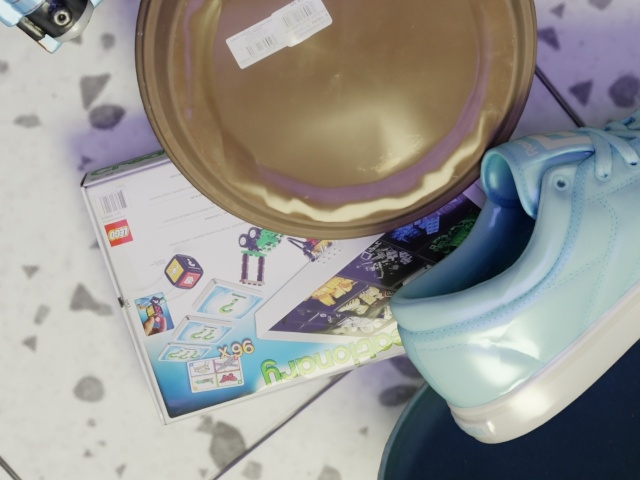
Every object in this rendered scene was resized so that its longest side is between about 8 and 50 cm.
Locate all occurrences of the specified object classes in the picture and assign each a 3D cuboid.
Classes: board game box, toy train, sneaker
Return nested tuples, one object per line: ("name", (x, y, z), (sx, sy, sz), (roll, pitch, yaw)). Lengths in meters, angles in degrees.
("board game box", (0.000, 0.000, 1.266), (0.305, 0.053, 0.193), (-17, 104, 0))
("toy train", (-0.222, -0.198, 1.162), (0.080, 0.105, 0.184), (-44, 121, 7))
("sneaker", (0.197, -0.034, 1.190), (0.366, 0.135, 0.150), (-47, 115, -12))

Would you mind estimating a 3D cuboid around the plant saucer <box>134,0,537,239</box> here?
("plant saucer", (0.014, -0.125, 1.170), (0.278, 0.041, 0.277), (-2, 111, -5))

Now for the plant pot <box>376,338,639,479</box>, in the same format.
("plant pot", (0.209, 0.210, 1.236), (0.293, 0.293, 0.196), (-25, 130, 3))
